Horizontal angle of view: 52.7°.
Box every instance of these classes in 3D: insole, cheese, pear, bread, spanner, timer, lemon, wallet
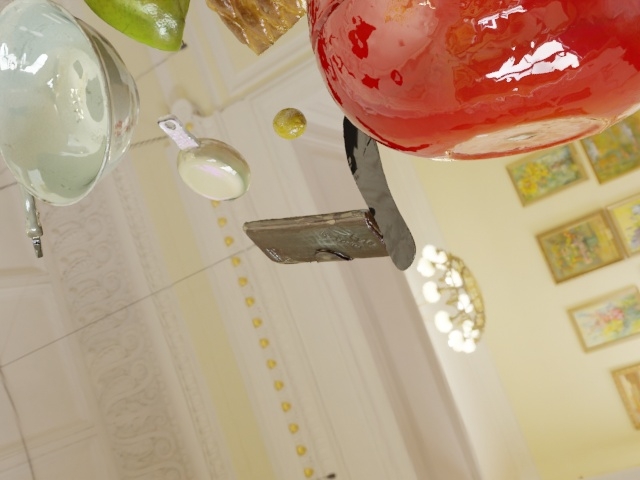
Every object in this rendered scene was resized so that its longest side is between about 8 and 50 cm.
[{"bbox_3d":[0.074,-0.073,0.870,0.005,0.086,0.253,-8,-117,-24],"label":"insole"},{"bbox_3d":[-0.225,-0.158,1.222,0.227,0.137,0.065,48,-140,-47],"label":"cheese"},{"bbox_3d":[-0.378,-0.564,1.329,0.239,0.139,0.288,8,-108,-14],"label":"pear"},{"bbox_3d":[-0.126,-0.632,1.512,0.279,0.279,0.207,49,-131,-19],"label":"bread"},{"bbox_3d":[-0.746,-0.062,1.670,0.040,0.325,0.096,-10,-127,-22],"label":"spanner"},{"bbox_3d":[0.175,-0.229,0.633,0.378,0.377,0.280,1,-103,-63],"label":"timer"},{"bbox_3d":[-0.062,-0.230,1.270,0.062,0.083,0.062,-15,-71,-49],"label":"lemon"},{"bbox_3d":[0.000,0.000,1.001,0.122,0.232,0.031,46,-132,-45],"label":"wallet"}]

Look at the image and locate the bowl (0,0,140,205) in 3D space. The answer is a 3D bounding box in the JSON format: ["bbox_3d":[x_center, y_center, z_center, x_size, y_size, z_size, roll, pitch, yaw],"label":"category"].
[{"bbox_3d":[-0.532,-0.306,1.427,0.196,0.434,0.435,-23,-91,-52],"label":"bowl"}]
